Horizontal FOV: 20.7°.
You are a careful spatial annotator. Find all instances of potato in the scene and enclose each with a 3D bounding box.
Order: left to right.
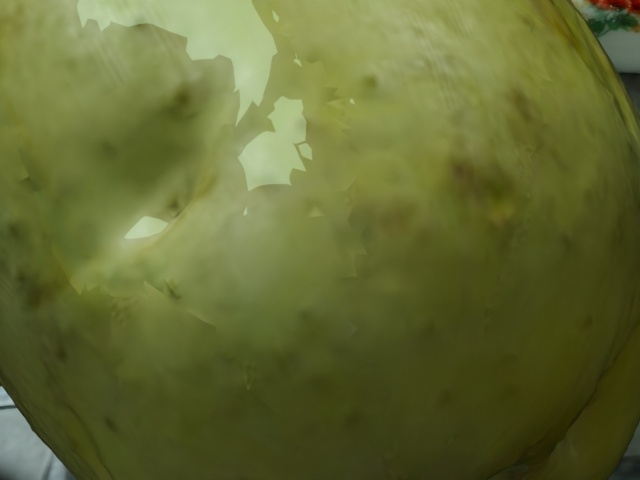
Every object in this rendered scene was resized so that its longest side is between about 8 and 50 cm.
[{"bbox_3d":[0.000,0.000,0.526,0.242,0.285,0.243,-10,61,19],"label":"potato"}]

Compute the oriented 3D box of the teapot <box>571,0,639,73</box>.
[{"bbox_3d":[0.149,-0.125,0.739,0.226,0.092,0.145,1,43,20],"label":"teapot"}]
